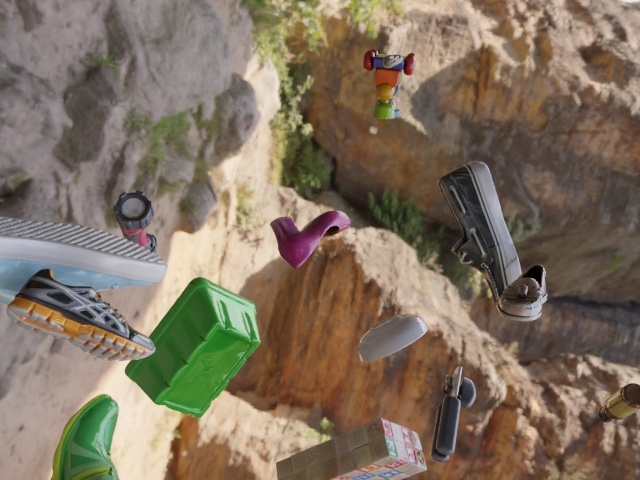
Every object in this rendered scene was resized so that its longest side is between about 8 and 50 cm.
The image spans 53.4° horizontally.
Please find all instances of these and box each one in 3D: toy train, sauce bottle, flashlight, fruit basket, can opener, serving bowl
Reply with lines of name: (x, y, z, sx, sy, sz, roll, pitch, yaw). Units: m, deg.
toy train: (0.137, -0.317, 1.325, 0.248, 0.105, 0.143, -63, 159, -69)
sauce bottle: (0.492, 0.270, 1.046, 0.128, 0.042, 0.042, 91, 15, -63)
flashlight: (-0.503, -0.030, 1.775, 0.304, 0.103, 0.103, 107, -3, -66)
fruit basket: (-0.368, 0.281, 1.864, 0.392, 0.283, 0.392, -26, -132, 33)
can opener: (0.341, 0.436, 1.619, 0.280, 0.093, 0.074, -59, 169, -49)
serving bowl: (0.077, 0.103, 0.709, 0.027, 0.083, 0.083, 62, 6, -1)

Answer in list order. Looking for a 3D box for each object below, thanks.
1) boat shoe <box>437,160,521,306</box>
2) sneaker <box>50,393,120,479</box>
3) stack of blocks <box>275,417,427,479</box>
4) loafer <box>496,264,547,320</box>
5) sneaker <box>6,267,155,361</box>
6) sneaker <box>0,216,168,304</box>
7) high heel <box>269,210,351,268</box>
boat shoe: (0.334, 0.004, 1.348, 0.121, 0.119, 0.335, -5, 77, -87)
sneaker: (-0.337, 0.371, 0.939, 0.109, 0.124, 0.295, 96, -3, -48)
stack of blocks: (0.067, 0.514, 1.453, 0.171, 0.297, 0.087, 36, 33, -45)
loafer: (0.214, 0.052, 0.667, 0.125, 0.045, 0.039, -15, 113, -62)
sneaker: (-0.335, 0.112, 0.928, 0.084, 0.215, 0.083, -30, -142, 41)
sneaker: (-0.434, 0.055, 1.019, 0.135, 0.366, 0.150, 39, -67, 55)
high heel: (0.000, 0.000, 1.401, 0.082, 0.117, 0.244, -38, 159, 33)
